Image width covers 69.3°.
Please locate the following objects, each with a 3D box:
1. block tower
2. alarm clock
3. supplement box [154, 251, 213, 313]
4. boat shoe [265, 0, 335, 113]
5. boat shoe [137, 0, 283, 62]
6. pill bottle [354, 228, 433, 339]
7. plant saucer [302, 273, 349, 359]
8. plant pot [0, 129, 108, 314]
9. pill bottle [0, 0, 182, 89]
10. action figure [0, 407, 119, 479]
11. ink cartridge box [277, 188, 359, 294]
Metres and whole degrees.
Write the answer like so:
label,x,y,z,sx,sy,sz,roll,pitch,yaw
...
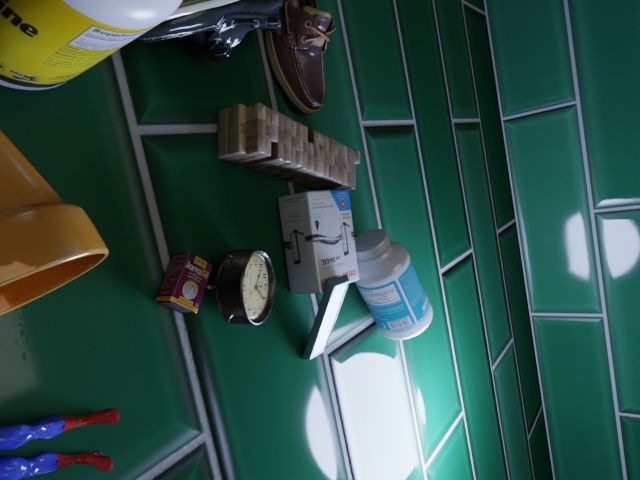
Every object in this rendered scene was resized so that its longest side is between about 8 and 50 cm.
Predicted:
label,x,y,z,sx,sy,sz,roll,pitch,yaw
block tower,-0.047,-0.171,0.930,0.336,0.091,0.097,9,79,-51
alarm clock,-0.123,0.081,0.813,0.192,0.064,0.129,14,77,-68
supplement box,-0.212,0.066,0.723,0.055,0.043,0.083,38,56,-43
boat shoe,-0.036,-0.441,0.951,0.123,0.123,0.341,-23,104,-51
boat shoe,-0.172,-0.362,0.775,0.340,0.127,0.113,-52,148,-45
pill bottle,0.165,0.103,1.122,0.146,0.146,0.264,-53,126,-41
plant saucer,0.012,0.160,0.944,0.067,0.018,0.192,-13,128,-52
plant pot,-0.350,-0.024,0.449,0.205,0.205,0.187,-31,94,-50
pill bottle,-0.259,-0.288,0.471,0.188,0.334,0.187,10,77,-51
action figure,-0.335,0.227,0.474,0.280,0.139,0.091,15,72,-48
ink cartridge box,0.000,0.000,0.971,0.148,0.086,0.203,-12,95,-52
